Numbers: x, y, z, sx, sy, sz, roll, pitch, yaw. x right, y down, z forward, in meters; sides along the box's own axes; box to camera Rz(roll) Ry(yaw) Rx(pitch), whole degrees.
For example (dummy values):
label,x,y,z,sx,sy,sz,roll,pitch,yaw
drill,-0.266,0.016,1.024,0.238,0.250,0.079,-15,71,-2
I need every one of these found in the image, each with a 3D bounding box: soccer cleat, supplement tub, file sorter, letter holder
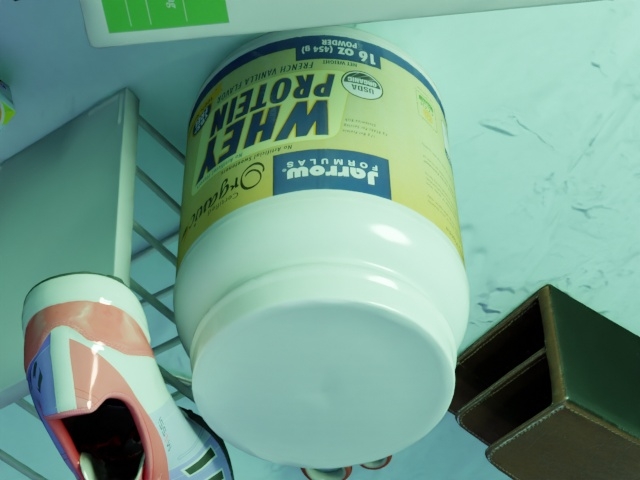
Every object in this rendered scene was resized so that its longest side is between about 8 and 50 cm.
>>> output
label,x,y,z,sx,sy,sz,roll,pitch,yaw
soccer cleat,-0.140,0.159,1.033,0.109,0.116,0.318,-11,138,6
supplement tub,0.000,0.000,1.124,0.228,0.316,0.228,-1,134,-1
file sorter,-0.191,0.052,1.203,0.193,0.277,0.173,-27,133,23
letter holder,0.279,0.216,1.454,0.302,0.152,0.214,29,129,-26

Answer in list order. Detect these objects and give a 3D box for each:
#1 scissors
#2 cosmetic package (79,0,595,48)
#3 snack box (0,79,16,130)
label,x,y,z,sx,sy,sz,roll,pitch,yaw
scissors,-0.047,0.185,1.509,0.109,0.021,0.297,-33,125,30
cosmetic package,0.012,-0.263,0.948,0.366,0.155,0.197,-5,131,5
snack box,-0.385,-0.091,1.154,0.207,0.070,0.174,-46,122,9
